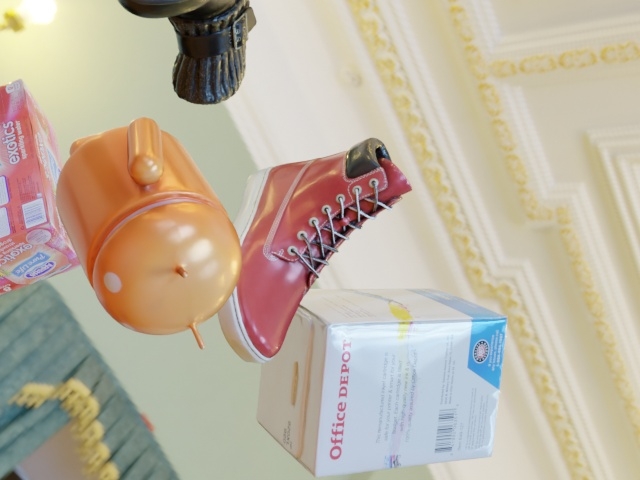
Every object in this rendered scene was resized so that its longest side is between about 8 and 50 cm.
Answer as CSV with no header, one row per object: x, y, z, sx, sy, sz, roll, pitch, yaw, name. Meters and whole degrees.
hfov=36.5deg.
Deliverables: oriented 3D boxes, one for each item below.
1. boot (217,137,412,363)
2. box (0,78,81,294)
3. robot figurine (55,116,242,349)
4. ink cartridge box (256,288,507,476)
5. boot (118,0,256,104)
0.000,0.000,0.935,0.176,0.244,0.088,-15,-48,26,boot
-0.495,-0.086,1.545,0.142,0.154,0.300,73,-4,-59,box
-0.144,-0.012,0.808,0.158,0.128,0.219,-53,-134,18,robot figurine
0.066,0.153,1.123,0.168,0.232,0.171,22,-71,62,ink cartridge box
-0.184,-0.303,1.360,0.131,0.348,0.260,28,-54,13,boot
